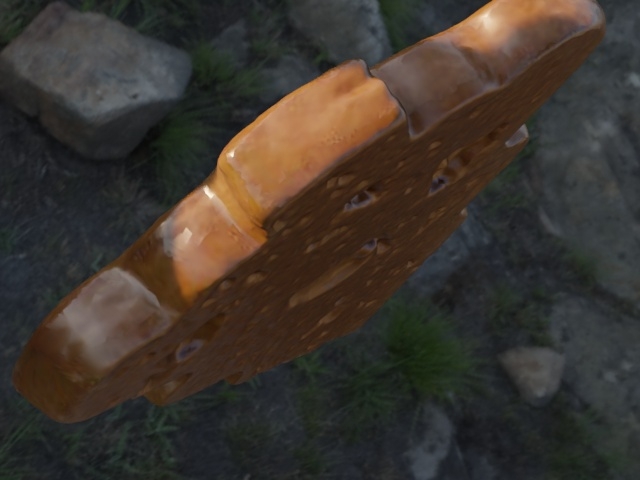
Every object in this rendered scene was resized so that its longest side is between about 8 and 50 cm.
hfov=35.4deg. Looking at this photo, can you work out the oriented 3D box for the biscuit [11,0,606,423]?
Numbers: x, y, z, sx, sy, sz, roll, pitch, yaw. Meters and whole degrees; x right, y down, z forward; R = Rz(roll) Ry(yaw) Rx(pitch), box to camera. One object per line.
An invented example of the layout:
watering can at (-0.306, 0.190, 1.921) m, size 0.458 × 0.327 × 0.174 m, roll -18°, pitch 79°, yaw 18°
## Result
biscuit at (0.000, 0.000, 0.483) m, size 0.284 × 0.306 × 0.043 m, roll -35°, pitch 75°, yaw -8°
